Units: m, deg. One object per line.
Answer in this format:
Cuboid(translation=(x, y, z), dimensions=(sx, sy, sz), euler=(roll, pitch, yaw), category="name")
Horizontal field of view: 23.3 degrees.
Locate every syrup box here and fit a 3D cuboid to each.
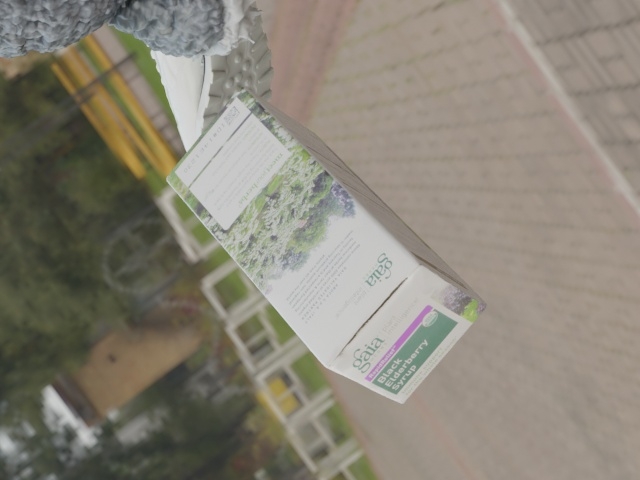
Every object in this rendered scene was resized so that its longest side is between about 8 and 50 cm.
Cuboid(translation=(0.000, 0.000, 1.096), dimensions=(0.096, 0.093, 0.237), euler=(31, -168, -50), category="syrup box")

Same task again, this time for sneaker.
Cuboid(translation=(-0.103, -0.162, 1.279), dimensions=(0.095, 0.090, 0.235), euler=(22, 134, 28), category="sneaker")

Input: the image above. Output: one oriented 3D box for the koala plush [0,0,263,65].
Cuboid(translation=(-0.104, -0.160, 0.529), dimensions=(0.203, 0.196, 0.221), euler=(-128, 40, -56), category="koala plush")
